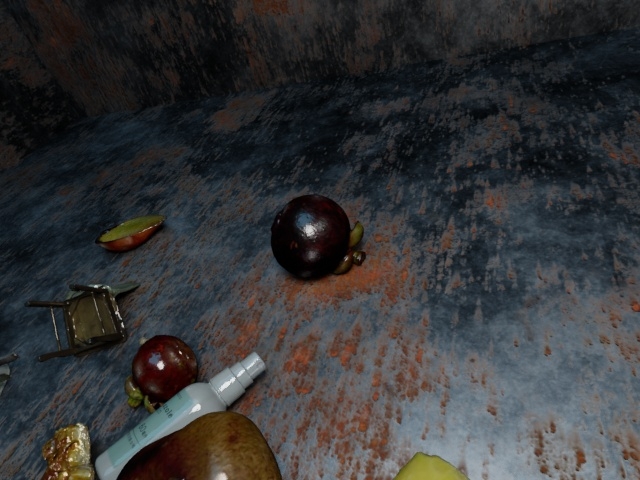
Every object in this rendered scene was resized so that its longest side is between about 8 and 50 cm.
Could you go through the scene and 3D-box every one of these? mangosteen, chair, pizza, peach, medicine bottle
[{"bbox_3d":[-0.368,0.296,0.959,0.181,0.145,0.156,-26,41,-8],"label":"mangosteen"},{"bbox_3d":[-0.622,0.210,1.191,0.160,0.319,0.186,-20,82,1],"label":"chair"},{"bbox_3d":[-0.472,0.452,0.810,0.086,0.161,0.305,-1,20,-33],"label":"pizza"},{"bbox_3d":[-0.657,-0.026,1.538,0.279,0.068,0.189,-11,31,14],"label":"peach"},{"bbox_3d":[-0.260,0.355,0.871,0.352,0.110,0.110,-37,41,-22],"label":"medicine bottle"},{"bbox_3d":[0.000,0.000,1.138,0.266,0.228,0.228,24,40,-13],"label":"mangosteen"}]

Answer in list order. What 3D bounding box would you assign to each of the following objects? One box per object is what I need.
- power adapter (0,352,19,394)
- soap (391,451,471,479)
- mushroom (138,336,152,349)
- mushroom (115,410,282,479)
[{"bbox_3d":[-0.890,0.357,1.122,0.205,0.125,0.130,-20,37,0],"label":"power adapter"},{"bbox_3d":[0.106,0.506,0.533,0.427,0.115,0.306,-38,45,-21],"label":"soap"},{"bbox_3d":[-0.419,0.270,1.067,0.085,0.079,0.085,-10,37,7],"label":"mushroom"},{"bbox_3d":[-0.158,0.413,0.656,0.346,0.260,0.345,-9,77,43],"label":"mushroom"}]
